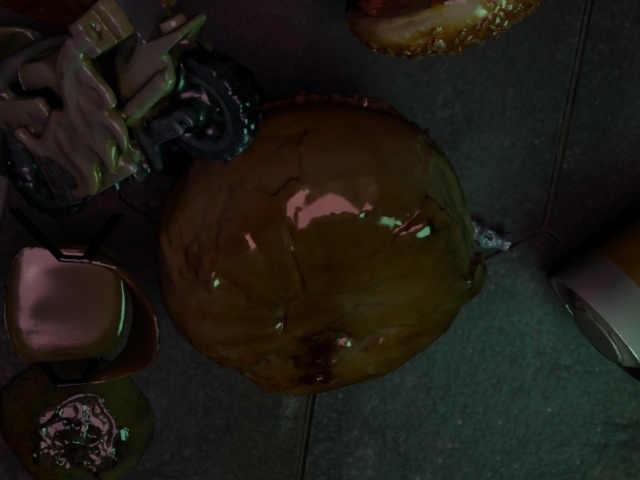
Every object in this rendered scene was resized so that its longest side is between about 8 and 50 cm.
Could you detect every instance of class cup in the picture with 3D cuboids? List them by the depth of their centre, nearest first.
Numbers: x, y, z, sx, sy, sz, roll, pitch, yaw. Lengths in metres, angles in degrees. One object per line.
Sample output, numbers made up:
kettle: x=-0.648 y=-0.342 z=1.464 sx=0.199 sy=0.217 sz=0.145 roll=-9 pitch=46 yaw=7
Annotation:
cup: x=0.448 y=0.067 z=1.826 sx=0.226 sy=0.185 sz=0.241 roll=-41 pitch=146 yaw=-3

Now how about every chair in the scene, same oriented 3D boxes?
chair: x=-0.284 y=0.071 z=1.607 sx=0.173 sy=0.247 sz=0.158 roll=0 pitch=108 yaw=-12

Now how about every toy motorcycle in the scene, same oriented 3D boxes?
toy motorcycle: x=-0.246 y=-0.157 z=1.503 sx=0.237 sy=0.410 sz=0.168 roll=58 pitch=45 yaw=-19

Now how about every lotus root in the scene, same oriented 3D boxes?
lotus root: x=-0.311 y=0.249 z=1.754 sx=0.183 sy=0.078 sz=0.203 roll=-36 pitch=114 yaw=2

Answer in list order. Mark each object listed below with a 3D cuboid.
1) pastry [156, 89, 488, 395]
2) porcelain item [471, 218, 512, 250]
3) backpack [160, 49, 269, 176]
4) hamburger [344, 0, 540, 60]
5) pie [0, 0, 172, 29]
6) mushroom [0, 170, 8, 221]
pastry: x=0.000 y=0.000 z=1.627 sx=0.410 sy=0.245 sz=0.409 roll=-7 pitch=136 yaw=-6
porcelain item: x=0.212 y=-0.008 z=1.807 sx=0.083 sy=0.028 sz=0.036 roll=14 pitch=107 yaw=-15
backpack: x=-0.158 y=-0.157 z=1.635 sx=0.165 sy=0.105 sz=0.120 roll=-42 pitch=135 yaw=21
hamburger: x=0.128 y=-0.334 z=1.548 sx=0.291 sy=0.291 sz=0.225 roll=-29 pitch=114 yaw=-2
pie: x=-0.264 y=-0.325 z=1.487 sx=0.308 sy=0.308 sz=0.085 roll=5 pitch=66 yaw=-14
mushroom: x=-0.478 y=0.027 z=1.593 sx=0.122 sy=0.159 sz=0.328 roll=35 pitch=97 yaw=23
